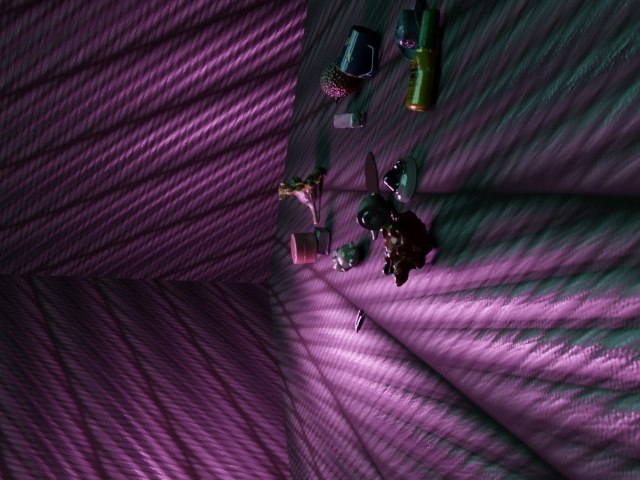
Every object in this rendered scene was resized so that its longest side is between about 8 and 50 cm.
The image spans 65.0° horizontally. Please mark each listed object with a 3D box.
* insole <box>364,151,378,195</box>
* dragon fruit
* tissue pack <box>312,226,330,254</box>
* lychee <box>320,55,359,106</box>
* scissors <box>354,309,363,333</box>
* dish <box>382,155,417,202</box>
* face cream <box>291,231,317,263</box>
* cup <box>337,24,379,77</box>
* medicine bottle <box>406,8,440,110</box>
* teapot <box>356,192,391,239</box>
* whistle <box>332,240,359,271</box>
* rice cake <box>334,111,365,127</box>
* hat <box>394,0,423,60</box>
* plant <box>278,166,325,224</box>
[{"bbox_3d":[0.189,-0.188,1.823,0.111,0.007,0.327,112,157,-57],"label":"insole"},{"bbox_3d":[0.223,0.023,1.336,0.150,0.133,0.207,-152,69,-72],"label":"dragon fruit"},{"bbox_3d":[0.000,0.000,2.470,0.155,0.065,0.115,-139,53,-73],"label":"tissue pack"},{"bbox_3d":[0.081,-0.656,2.075,0.165,0.165,0.197,-112,23,-62],"label":"lychee"},{"bbox_3d":[0.141,0.310,1.889,0.039,0.012,0.113,-102,20,-50],"label":"scissors"},{"bbox_3d":[0.226,-0.186,1.504,0.141,0.078,0.141,-176,90,-77],"label":"dish"},{"bbox_3d":[-0.081,0.036,2.443,0.149,0.104,0.149,176,90,-79],"label":"face cream"},{"bbox_3d":[0.157,-0.700,1.877,0.176,0.131,0.155,45,134,33],"label":"cup"},{"bbox_3d":[0.283,-0.486,1.362,0.095,0.064,0.260,-129,45,-72],"label":"medicine bottle"},{"bbox_3d":[0.187,-0.090,1.656,0.111,0.149,0.108,-22,37,29],"label":"teapot"},{"bbox_3d":[0.097,0.072,1.972,0.244,0.092,0.110,133,137,-68],"label":"whistle"},{"bbox_3d":[0.113,-0.505,2.112,0.336,0.063,0.066,-134,44,-72],"label":"rice cake"},{"bbox_3d":[0.256,-0.628,1.484,0.138,0.078,0.190,119,151,-59],"label":"hat"},{"bbox_3d":[-0.057,-0.267,2.638,0.261,0.297,0.306,-51,-14,29],"label":"plant"}]
